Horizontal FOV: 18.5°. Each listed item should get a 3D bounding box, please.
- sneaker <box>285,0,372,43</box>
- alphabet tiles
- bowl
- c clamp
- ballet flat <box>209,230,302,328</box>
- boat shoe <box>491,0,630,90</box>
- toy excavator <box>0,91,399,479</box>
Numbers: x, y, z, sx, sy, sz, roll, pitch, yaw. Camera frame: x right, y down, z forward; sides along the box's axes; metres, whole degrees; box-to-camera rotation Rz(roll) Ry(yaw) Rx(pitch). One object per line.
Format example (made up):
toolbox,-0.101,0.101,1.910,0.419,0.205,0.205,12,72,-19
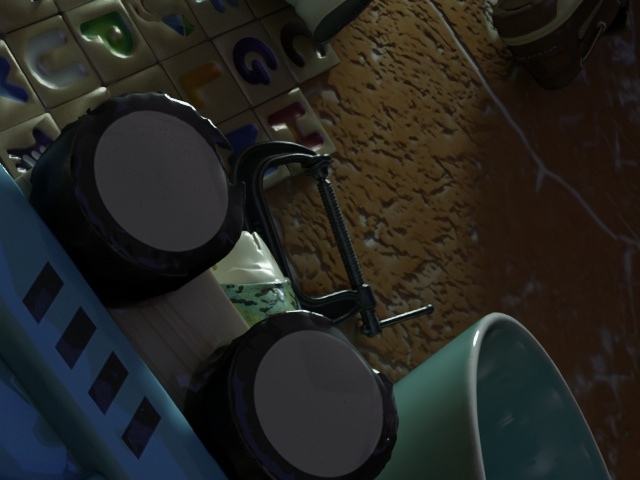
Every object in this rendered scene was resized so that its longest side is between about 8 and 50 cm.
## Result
sneaker,0.021,-0.276,1.500,0.129,0.111,0.297,38,38,-10
alphabet tiles,-0.127,-0.146,1.356,0.342,0.011,0.285,-31,89,-48
bowl,0.083,0.215,1.189,0.311,0.163,0.311,56,23,-38
c clamp,0.000,0.000,1.381,0.137,0.022,0.161,-23,91,-41
ballet flat,-0.059,0.020,1.206,0.070,0.188,0.070,-4,100,-22
boat shoe,0.226,-0.215,1.688,0.257,0.095,0.095,-50,118,-41
toy excavator,-0.244,0.084,0.985,0.445,0.222,0.433,-39,94,-39
